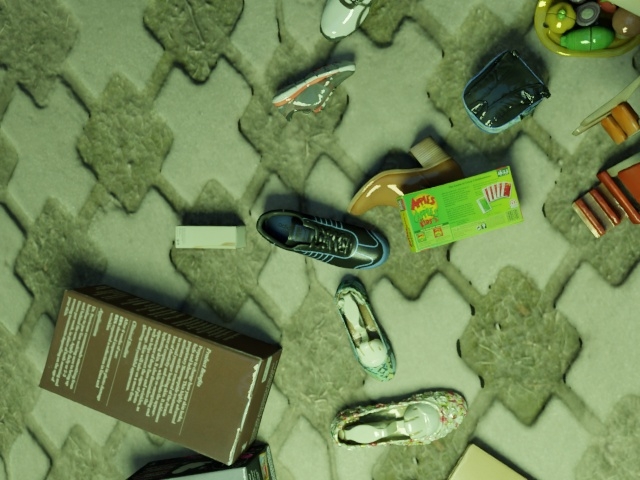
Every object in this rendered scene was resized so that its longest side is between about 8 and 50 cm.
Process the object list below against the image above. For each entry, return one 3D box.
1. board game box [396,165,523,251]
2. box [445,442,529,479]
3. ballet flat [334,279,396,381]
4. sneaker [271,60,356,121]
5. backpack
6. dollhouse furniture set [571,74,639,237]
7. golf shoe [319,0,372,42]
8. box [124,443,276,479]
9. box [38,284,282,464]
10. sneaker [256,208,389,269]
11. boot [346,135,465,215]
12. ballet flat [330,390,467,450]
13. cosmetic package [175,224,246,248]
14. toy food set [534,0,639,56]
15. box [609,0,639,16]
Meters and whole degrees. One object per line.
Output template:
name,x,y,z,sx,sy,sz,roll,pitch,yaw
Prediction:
board game box,0.221,-0.049,1.141,0.181,0.043,0.092,-16,90,-6
box,0.290,0.457,1.179,0.201,0.021,0.165,33,90,4
ballet flat,0.071,0.158,1.222,0.070,0.070,0.189,-27,85,12
sneaker,-0.004,-0.258,1.246,0.157,0.061,0.065,-24,113,13
backpack,0.290,-0.231,1.153,0.114,0.084,0.105,-38,82,6
dollhouse furniture set,0.458,-0.069,1.028,0.135,0.259,0.262,-36,83,8
golf shoe,0.061,-0.426,1.200,0.077,0.094,0.198,40,101,8
box,-0.208,0.470,1.252,0.247,0.142,0.164,-12,88,13
box,-0.280,0.225,1.269,0.381,0.143,0.191,19,95,14
sneaker,0.000,0.000,1.222,0.232,0.090,0.082,13,94,13
boot,0.155,-0.061,1.197,0.197,0.073,0.152,-37,87,14
ballet flat,0.129,0.313,1.205,0.240,0.077,0.091,-17,87,12
cosmetic package,-0.196,-0.007,1.284,0.115,0.060,0.041,1,92,14
toy food set,0.450,-0.358,1.121,0.217,0.071,0.128,3,92,13
box,0.406,-0.480,1.070,0.311,0.121,0.148,36,77,16
